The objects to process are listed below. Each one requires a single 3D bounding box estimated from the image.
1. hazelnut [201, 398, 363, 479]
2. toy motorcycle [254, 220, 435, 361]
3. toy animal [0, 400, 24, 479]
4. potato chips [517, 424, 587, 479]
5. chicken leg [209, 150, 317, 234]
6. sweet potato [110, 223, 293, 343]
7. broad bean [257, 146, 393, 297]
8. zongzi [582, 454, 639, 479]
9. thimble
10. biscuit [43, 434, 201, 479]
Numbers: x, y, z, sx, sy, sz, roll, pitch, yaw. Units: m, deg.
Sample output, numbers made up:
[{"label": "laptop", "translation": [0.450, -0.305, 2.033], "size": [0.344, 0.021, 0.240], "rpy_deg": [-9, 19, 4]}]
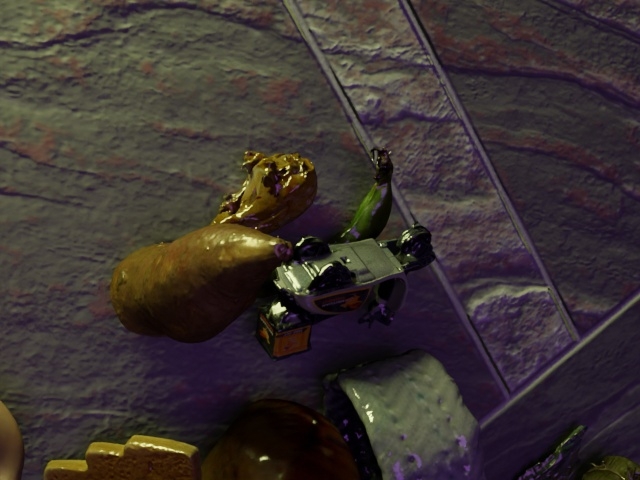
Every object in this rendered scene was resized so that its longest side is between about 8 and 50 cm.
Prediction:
[{"label": "hazelnut", "translation": [-0.041, 0.326, 0.933], "size": [0.229, 0.229, 0.230], "rpy_deg": [-1, 93, -20]}, {"label": "toy motorcycle", "translation": [0.044, 0.060, 0.980], "size": [0.263, 0.091, 0.157], "rpy_deg": [-12, 130, -30]}, {"label": "toy animal", "translation": [-0.465, 0.183, 0.782], "size": [0.237, 0.269, 0.326], "rpy_deg": [-38, 136, -14]}, {"label": "potato chips", "translation": [0.379, 0.396, 1.193], "size": [0.207, 0.028, 0.092], "rpy_deg": [-38, 105, -13]}, {"label": "chicken leg", "translation": [-0.094, -0.047, 0.971], "size": [0.207, 0.085, 0.101], "rpy_deg": [-38, 136, -9]}, {"label": "sweet potato", "translation": [-0.134, 0.052, 0.830], "size": [0.131, 0.336, 0.131], "rpy_deg": [6, 80, -34]}, {"label": "broad bean", "translation": [0.000, 0.000, 1.002], "size": [0.292, 0.049, 0.144], "rpy_deg": [-39, 136, -12]}, {"label": "zongzi", "translation": [0.474, 0.536, 1.178], "size": [0.300, 0.145, 0.274], "rpy_deg": [-43, 101, -6]}, {"label": "thimble", "translation": [0.111, 0.280, 0.996], "size": [0.157, 0.217, 0.246], "rpy_deg": [-13, 75, -23]}, {"label": "biscuit", "translation": [-0.233, 0.325, 0.908], "size": [0.238, 0.041, 0.212], "rpy_deg": [-41, 89, 17]}]
